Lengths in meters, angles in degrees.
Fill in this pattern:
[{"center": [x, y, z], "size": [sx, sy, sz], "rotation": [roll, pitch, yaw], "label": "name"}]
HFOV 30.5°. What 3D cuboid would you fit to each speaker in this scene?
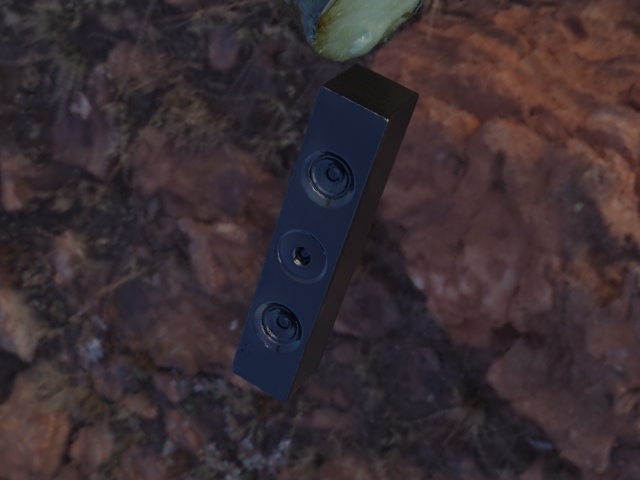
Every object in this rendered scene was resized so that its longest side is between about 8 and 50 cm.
[{"center": [0.000, 0.000, 0.636], "size": [0.040, 0.046, 0.191], "rotation": [29, 124, 15], "label": "speaker"}]

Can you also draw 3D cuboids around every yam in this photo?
[{"center": [0.003, -0.401, 1.516], "size": [0.300, 0.195, 0.195], "rotation": [61, 140, 20], "label": "yam"}]
